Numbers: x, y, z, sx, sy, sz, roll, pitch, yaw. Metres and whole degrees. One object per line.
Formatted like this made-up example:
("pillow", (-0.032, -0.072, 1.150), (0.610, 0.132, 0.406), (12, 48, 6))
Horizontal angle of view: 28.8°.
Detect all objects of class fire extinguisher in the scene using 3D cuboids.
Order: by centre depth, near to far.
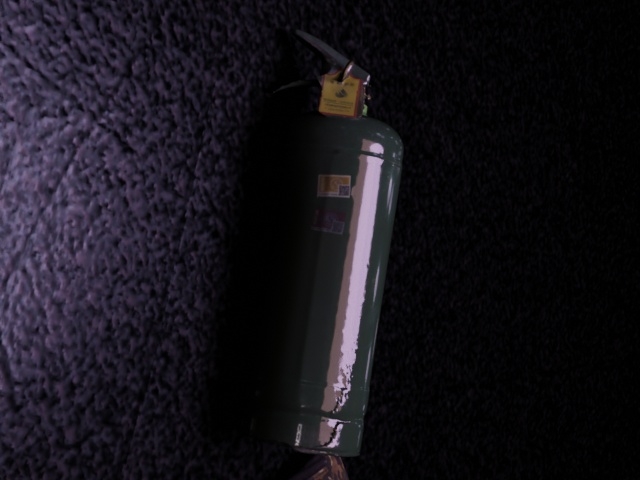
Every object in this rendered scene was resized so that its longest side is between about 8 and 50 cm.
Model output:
("fire extinguisher", (0.000, 0.000, 0.946), (0.095, 0.114, 0.311), (112, -12, -86))

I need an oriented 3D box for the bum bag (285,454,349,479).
("bum bag", (-0.043, 0.244, 0.933), (0.248, 0.069, 0.102), (-25, 78, -47))
